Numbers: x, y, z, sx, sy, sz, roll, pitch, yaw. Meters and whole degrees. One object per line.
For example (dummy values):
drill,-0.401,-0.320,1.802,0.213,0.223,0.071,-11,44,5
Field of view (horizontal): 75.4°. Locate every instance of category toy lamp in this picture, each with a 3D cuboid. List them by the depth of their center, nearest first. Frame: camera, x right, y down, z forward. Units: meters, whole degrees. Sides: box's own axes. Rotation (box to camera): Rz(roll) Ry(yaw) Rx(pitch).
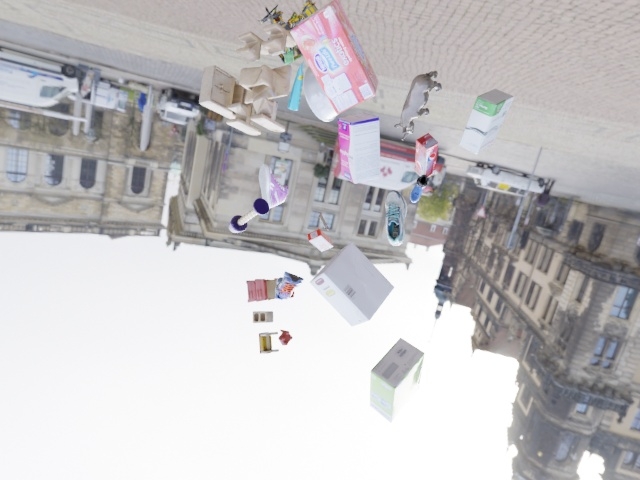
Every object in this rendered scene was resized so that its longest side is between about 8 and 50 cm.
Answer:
toy lamp,-0.309,-0.094,1.738,0.080,0.080,0.275,5,162,-34

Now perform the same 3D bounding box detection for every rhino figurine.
rhino figurine,0.321,-0.452,1.407,0.106,0.243,0.073,-16,-129,-38

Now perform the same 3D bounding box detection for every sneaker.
sneaker,-0.124,0.181,1.589,0.083,0.087,0.221,20,158,-10
sneaker,0.376,-0.116,2.069,0.110,0.282,0.122,-5,178,18
sneaker,0.508,-0.271,2.138,0.058,0.152,0.084,29,-176,10
sneaker,-0.273,-0.339,2.464,0.161,0.282,0.102,-22,-137,-26

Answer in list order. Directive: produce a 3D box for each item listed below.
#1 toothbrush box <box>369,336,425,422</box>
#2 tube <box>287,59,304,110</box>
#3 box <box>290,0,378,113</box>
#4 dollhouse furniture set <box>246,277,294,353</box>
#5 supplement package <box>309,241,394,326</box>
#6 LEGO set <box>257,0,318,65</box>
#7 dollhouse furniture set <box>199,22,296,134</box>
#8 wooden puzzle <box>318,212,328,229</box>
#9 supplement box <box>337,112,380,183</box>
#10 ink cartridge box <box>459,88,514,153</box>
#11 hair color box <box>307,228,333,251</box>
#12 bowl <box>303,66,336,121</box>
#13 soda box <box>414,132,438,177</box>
toothbrush box,0.307,0.569,1.680,0.122,0.283,0.206,29,-128,34
tube,-0.101,-0.679,1.818,0.052,0.207,0.080,12,-144,-7
box,0.054,-0.593,1.349,0.154,0.300,0.142,-21,-149,27
dollhouse furniture set,-0.249,0.374,2.111,0.152,0.373,0.201,-11,170,43
supplement package,0.129,0.182,1.695,0.262,0.145,0.204,46,-122,-2
LEGO set,-0.138,-0.990,1.903,0.192,0.255,0.331,56,-177,4
dollhouse furniture set,-0.260,-0.609,1.695,0.394,0.361,0.256,4,175,35
wooden puzzle,0.010,-0.077,1.654,0.006,0.083,0.049,-25,-169,15
supplement box,0.140,-0.331,1.484,0.114,0.220,0.111,-17,-151,-19
ink cartridge box,0.644,-0.464,1.614,0.087,0.208,0.153,37,-131,28
hair color box,0.000,0.000,2.053,0.072,0.043,0.141,-24,146,16
bowl,0.054,-0.781,2.142,0.134,0.297,0.298,-8,176,39
soda box,0.583,-0.461,2.287,0.092,0.083,0.263,55,170,30
